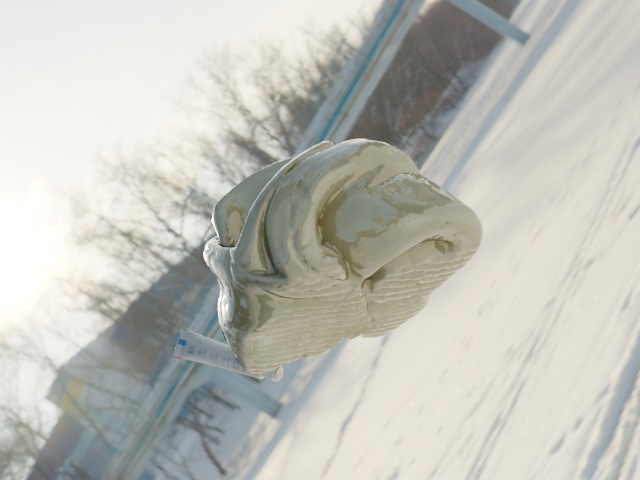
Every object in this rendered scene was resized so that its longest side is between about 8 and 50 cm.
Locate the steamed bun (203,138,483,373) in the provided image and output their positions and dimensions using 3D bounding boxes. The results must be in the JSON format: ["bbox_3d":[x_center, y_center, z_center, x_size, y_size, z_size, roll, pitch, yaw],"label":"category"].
[{"bbox_3d":[0.000,0.000,1.269,0.342,0.255,0.368,-7,-32,-28],"label":"steamed bun"}]

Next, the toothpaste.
[{"bbox_3d":[-0.140,0.176,1.397,0.031,0.190,0.048,12,-90,-61],"label":"toothpaste"}]
